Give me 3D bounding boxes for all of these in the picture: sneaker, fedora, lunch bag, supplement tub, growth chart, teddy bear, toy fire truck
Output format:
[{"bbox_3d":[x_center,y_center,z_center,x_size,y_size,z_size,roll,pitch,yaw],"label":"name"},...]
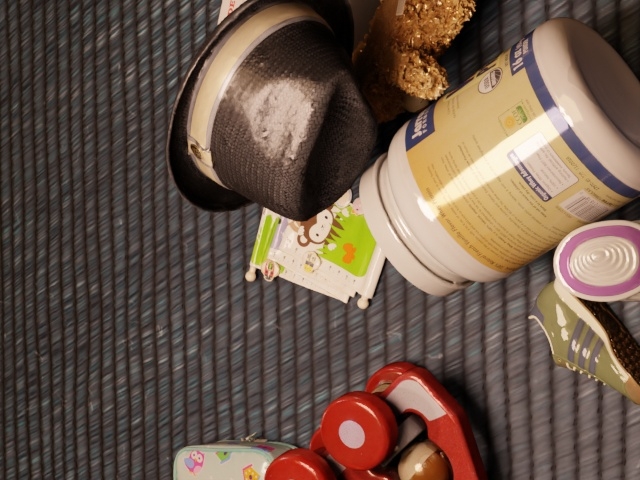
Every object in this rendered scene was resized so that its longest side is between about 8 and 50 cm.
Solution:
[{"bbox_3d":[0.421,0.013,1.356,0.305,0.152,0.114,0,88,13],"label":"sneaker"},{"bbox_3d":[-0.028,-0.139,1.427,0.152,0.334,0.334,40,113,26],"label":"fedora"},{"bbox_3d":[-0.112,0.422,1.747,0.224,0.108,0.279,-6,86,41],"label":"lunch bag"},{"bbox_3d":[0.327,0.133,1.457,0.086,0.064,0.192,-49,64,34],"label":"sneaker"},{"bbox_3d":[0.223,-0.090,1.419,0.316,0.228,0.228,-35,71,31],"label":"supplement tub"},{"bbox_3d":[0.000,0.000,1.711,0.237,0.021,0.172,15,98,34],"label":"growth chart"},{"bbox_3d":[0.136,-0.279,1.514,0.245,0.113,0.338,-120,47,-59],"label":"teddy bear"},{"bbox_3d":[0.095,0.321,1.570,0.254,0.169,0.302,48,118,11],"label":"toy fire truck"}]

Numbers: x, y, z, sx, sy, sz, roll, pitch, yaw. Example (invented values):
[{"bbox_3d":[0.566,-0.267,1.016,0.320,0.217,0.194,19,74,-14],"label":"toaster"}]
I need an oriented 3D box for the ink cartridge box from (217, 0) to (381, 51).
[{"bbox_3d":[-0.039,-0.292,1.687,0.219,0.093,0.160,20,102,33],"label":"ink cartridge box"}]
